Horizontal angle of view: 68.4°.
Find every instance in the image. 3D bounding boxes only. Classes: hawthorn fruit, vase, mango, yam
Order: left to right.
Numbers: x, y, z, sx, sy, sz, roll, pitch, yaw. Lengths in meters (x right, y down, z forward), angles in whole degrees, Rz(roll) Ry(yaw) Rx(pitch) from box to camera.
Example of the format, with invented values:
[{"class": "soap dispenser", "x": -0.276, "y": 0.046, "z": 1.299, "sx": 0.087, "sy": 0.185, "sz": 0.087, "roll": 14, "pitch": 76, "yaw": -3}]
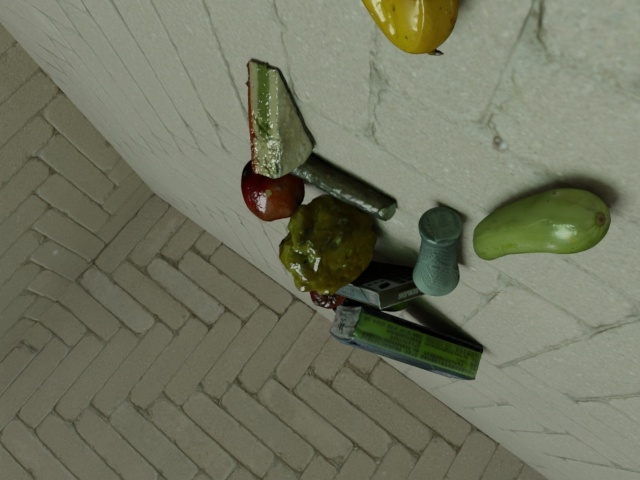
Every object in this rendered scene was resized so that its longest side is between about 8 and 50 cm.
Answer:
[{"class": "hawthorn fruit", "x": -0.114, "y": -0.140, "z": 1.109, "sx": 0.157, "sy": 0.157, "sz": 0.194, "roll": 30, "pitch": 146, "yaw": 28}, {"class": "hawthorn fruit", "x": 0.029, "y": 0.179, "z": 1.807, "sx": 0.148, "sy": 0.148, "sz": 0.172, "roll": 43, "pitch": -168, "yaw": -21}, {"class": "yam", "x": 0.031, "y": -0.118, "z": 0.979, "sx": 0.274, "sy": 0.061, "sz": 0.061, "roll": 31, "pitch": 165, "yaw": 22}, {"class": "mango", "x": 0.070, "y": -0.253, "z": 0.439, "sx": 0.187, "sy": 0.066, "sz": 0.101, "roll": 49, "pitch": 171, "yaw": -21}, {"class": "vase", "x": 0.222, "y": 0.023, "z": 0.889, "sx": 0.096, "sy": 0.096, "sz": 0.219, "roll": 31, "pitch": 162, "yaw": 24}]

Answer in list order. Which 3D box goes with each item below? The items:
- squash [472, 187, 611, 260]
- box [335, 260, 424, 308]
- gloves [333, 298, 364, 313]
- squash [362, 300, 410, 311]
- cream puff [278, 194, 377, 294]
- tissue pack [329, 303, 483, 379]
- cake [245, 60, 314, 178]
[{"class": "squash", "x": 0.282, "y": -0.015, "z": 0.640, "sx": 0.083, "sy": 0.083, "sz": 0.250, "roll": 39, "pitch": 168, "yaw": -4}, {"class": "box", "x": 0.139, "y": 0.103, "z": 1.194, "sx": 0.324, "sy": 0.180, "sz": 0.047, "roll": 4, "pitch": 106, "yaw": 66}, {"class": "gloves", "x": 0.102, "y": 0.257, "z": 1.910, "sx": 0.164, "sy": 0.124, "sz": 0.203, "roll": 59, "pitch": 154, "yaw": -10}, {"class": "squash", "x": 0.202, "y": 0.170, "z": 1.418, "sx": 0.095, "sy": 0.095, "sz": 0.188, "roll": 41, "pitch": 163, "yaw": -12}, {"class": "cream puff", "x": 0.011, "y": 0.010, "z": 1.093, "sx": 0.244, "sy": 0.244, "sz": 0.196, "roll": 43, "pitch": 179, "yaw": -20}, {"class": "tissue pack", "x": 0.246, "y": 0.308, "z": 1.442, "sx": 0.393, "sy": 0.124, "sz": 0.288, "roll": 20, "pitch": 168, "yaw": -8}, {"class": "cake", "x": -0.072, "y": -0.233, "z": 0.904, "sx": 0.086, "sy": 0.116, "sz": 0.221, "roll": 26, "pitch": 129, "yaw": 32}]
